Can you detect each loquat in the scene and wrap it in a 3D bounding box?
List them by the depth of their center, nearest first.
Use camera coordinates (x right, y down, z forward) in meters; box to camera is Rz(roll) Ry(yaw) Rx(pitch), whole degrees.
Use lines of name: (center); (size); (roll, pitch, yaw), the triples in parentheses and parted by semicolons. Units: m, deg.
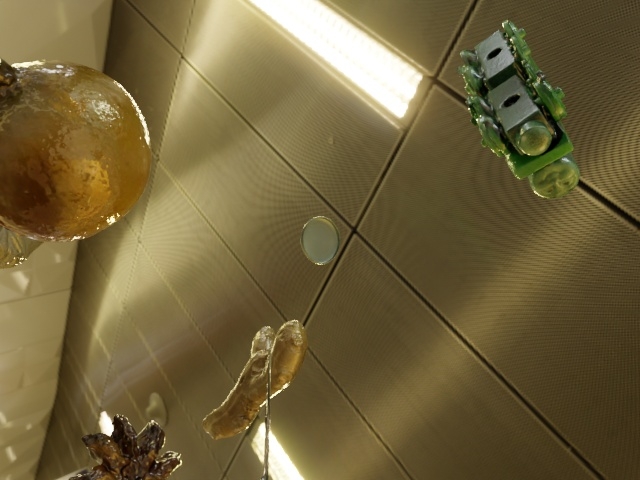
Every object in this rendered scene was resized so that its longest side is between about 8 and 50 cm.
loquat: (-0.477, -0.175, 0.919); (0.328, 0.328, 0.359); (39, -18, 33)

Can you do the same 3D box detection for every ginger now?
ginger: (-0.163, 0.385, 1.405); (0.363, 0.122, 0.348); (-15, -133, 60)

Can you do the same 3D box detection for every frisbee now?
frisbee: (0.000, 0.000, 1.196); (0.014, 0.110, 0.110); (-4, -84, 54)

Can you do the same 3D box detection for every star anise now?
star anise: (-0.255, 0.335, 0.652); (0.073, 0.233, 0.177); (-12, -51, 38)

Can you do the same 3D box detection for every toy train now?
toy train: (0.211, -0.141, 0.550); (0.085, 0.251, 0.119); (-31, -60, 30)

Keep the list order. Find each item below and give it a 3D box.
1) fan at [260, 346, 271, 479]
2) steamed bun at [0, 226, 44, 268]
fan: (-0.048, 0.222, 0.452); (0.329, 0.009, 0.190); (-103, -164, -68)
steamed bun: (-0.884, -0.109, 1.380); (0.255, 0.367, 0.342); (-6, -62, 15)
